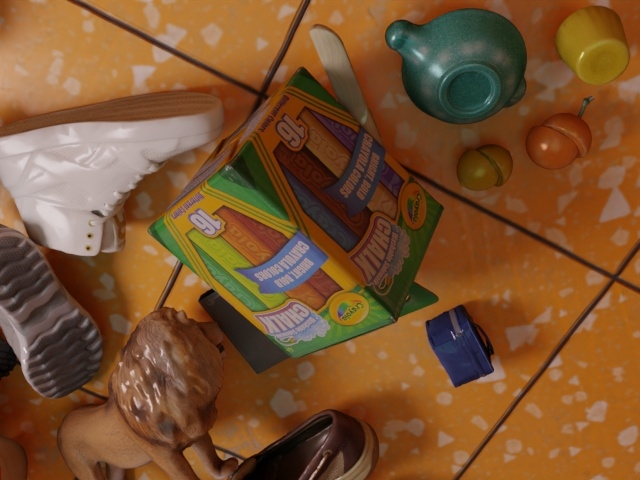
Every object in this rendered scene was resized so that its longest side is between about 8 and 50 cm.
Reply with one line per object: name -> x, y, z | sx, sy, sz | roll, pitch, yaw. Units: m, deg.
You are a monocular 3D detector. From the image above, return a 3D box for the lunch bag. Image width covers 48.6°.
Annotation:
lunch bag -> 0.185, 0.138, 0.916 | 0.065, 0.067, 0.098 | -27, 111, 14

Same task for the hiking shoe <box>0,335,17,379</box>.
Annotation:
hiking shoe -> -0.498, 0.180, 0.969 | 0.114, 0.086, 0.227 | 48, 118, 9

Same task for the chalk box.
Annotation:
chalk box -> 0.000, 0.000, 0.771 | 0.289, 0.179, 0.180 | 43, 138, -14

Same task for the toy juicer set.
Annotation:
toy juicer set -> 0.154, -0.155, 0.788 | 0.329, 0.089, 0.209 | 0, 132, 1

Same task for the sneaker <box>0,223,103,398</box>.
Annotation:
sneaker -> -0.365, 0.084, 0.912 | 0.105, 0.115, 0.281 | -28, 131, -26

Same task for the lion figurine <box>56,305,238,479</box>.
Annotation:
lion figurine -> -0.257, 0.255, 0.944 | 0.392, 0.142, 0.240 | -30, 99, 25

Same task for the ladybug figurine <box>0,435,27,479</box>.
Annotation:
ladybug figurine -> -0.568, 0.362, 0.865 | 0.305, 0.449, 0.162 | -39, 65, 29

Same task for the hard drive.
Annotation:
hard drive -> -0.084, 0.104, 0.937 | 0.094, 0.022, 0.135 | -31, 109, 15

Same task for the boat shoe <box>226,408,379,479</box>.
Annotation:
boat shoe -> -0.084, 0.342, 0.970 | 0.342, 0.123, 0.123 | -36, 135, 12

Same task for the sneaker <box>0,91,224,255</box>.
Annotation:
sneaker -> -0.231, -0.072, 0.828 | 0.292, 0.108, 0.169 | -6, 116, 16
